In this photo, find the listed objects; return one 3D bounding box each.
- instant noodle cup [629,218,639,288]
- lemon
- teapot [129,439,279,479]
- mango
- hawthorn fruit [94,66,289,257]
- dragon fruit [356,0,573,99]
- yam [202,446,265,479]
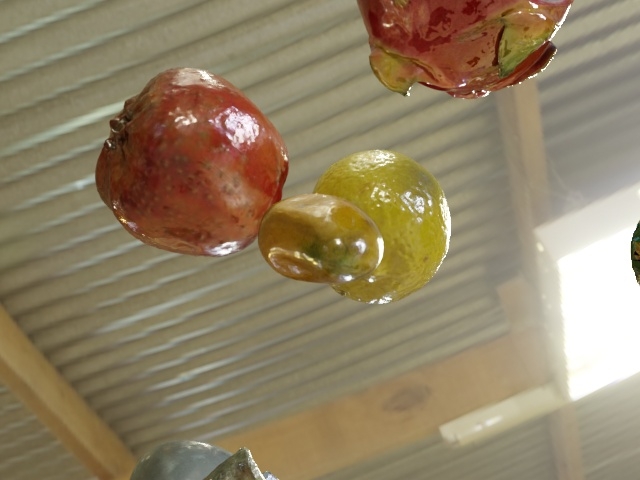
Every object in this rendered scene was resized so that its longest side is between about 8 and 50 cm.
[{"bbox_3d":[0.603,0.025,1.789,0.240,0.178,0.240,-4,-78,-18],"label":"instant noodle cup"},{"bbox_3d":[0.092,-0.023,1.892,0.267,0.267,0.267,-14,-39,-12],"label":"lemon"},{"bbox_3d":[-0.179,0.457,1.681,0.305,0.285,0.223,-8,-58,23],"label":"teapot"},{"bbox_3d":[0.005,-0.001,1.160,0.115,0.165,0.089,-7,-81,-39],"label":"mango"},{"bbox_3d":[-0.157,-0.099,1.693,0.330,0.287,0.287,22,-55,-24],"label":"hawthorn fruit"},{"bbox_3d":[0.151,-0.289,1.383,0.291,0.290,0.189,10,-49,-35],"label":"dragon fruit"},{"bbox_3d":[-0.177,0.324,1.242,0.274,0.061,0.061,-35,-37,-10],"label":"yam"}]
